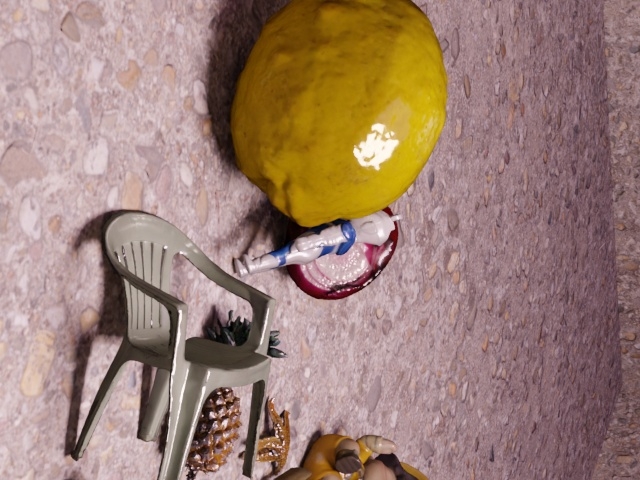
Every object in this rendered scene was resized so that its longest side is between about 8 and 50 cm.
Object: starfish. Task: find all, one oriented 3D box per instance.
[{"bbox_3d":[-0.061,0.302,1.503,0.133,0.041,0.130,-54,143,-42],"label":"starfish"}]

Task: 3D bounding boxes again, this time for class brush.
[{"bbox_3d":[-0.094,0.362,1.435,0.248,0.043,0.036,-20,118,-54],"label":"brush"}]

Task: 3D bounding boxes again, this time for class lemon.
[{"bbox_3d":[0.029,-0.179,1.305,0.316,0.285,0.285,-43,145,-1],"label":"lemon"}]

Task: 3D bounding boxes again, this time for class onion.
[{"bbox_3d":[0.012,-0.017,1.480,0.173,0.198,0.135,-35,179,-5],"label":"onion"}]

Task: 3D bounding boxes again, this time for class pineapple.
[{"bbox_3d":[-0.123,0.199,1.295,0.083,0.103,0.221,51,54,-54],"label":"pineapple"}]

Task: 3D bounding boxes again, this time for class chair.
[{"bbox_3d":[-0.164,0.122,1.141,0.203,0.191,0.274,7,98,-64],"label":"chair"}]

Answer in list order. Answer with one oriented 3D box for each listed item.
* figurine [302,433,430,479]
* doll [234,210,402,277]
[{"bbox_3d":[0.073,0.410,1.662,0.257,0.167,0.192,48,55,-27],"label":"figurine"},{"bbox_3d":[0.000,0.000,1.363,0.114,0.227,0.057,134,-60,-75],"label":"doll"}]
